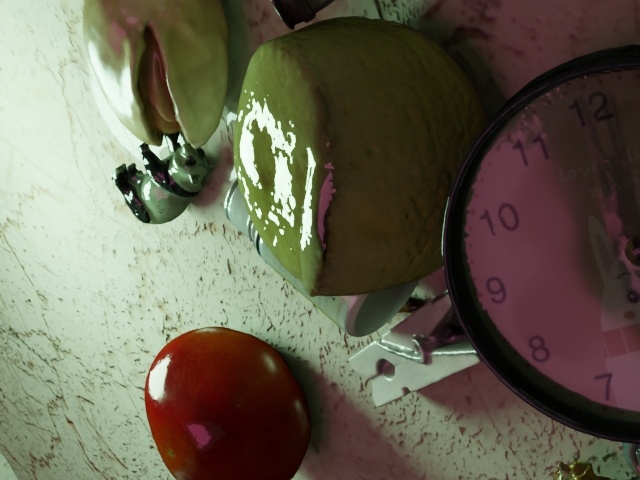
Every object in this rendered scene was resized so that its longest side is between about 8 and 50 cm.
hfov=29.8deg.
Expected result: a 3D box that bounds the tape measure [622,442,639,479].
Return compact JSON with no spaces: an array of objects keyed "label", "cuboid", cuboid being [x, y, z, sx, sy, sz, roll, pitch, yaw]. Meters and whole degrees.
[{"label":"tape measure","cuboid":[0.363,0.276,1.337,0.107,0.180,0.104,0,132,51]}]

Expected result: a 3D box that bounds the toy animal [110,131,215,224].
[{"label":"toy animal","cuboid":[-0.243,-0.100,1.875,0.121,0.094,0.225,49,137,-3]}]

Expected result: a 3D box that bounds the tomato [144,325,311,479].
[{"label":"tomato","cuboid":[-0.159,0.283,1.945,0.299,0.226,0.298,29,133,37]}]

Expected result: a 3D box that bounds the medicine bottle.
[{"label":"medicine bottle","cuboid":[0.000,0.000,1.600,0.258,0.143,0.143,41,142,24]}]

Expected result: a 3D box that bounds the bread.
[{"label":"bread","cuboid":[0.045,-0.094,1.387,0.320,0.237,0.320,20,114,54]}]

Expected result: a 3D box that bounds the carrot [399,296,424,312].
[{"label":"carrot","cuboid":[0.080,0.088,1.663,0.165,0.036,0.035,4,119,48]}]

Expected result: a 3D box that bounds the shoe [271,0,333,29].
[{"label":"shoe","cuboid":[-0.017,-0.386,1.372,0.109,0.149,0.293,47,-156,-64]}]

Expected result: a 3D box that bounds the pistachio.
[{"label":"pistachio","cuboid":[-0.221,-0.260,1.653,0.194,0.214,0.318,1,136,3]}]

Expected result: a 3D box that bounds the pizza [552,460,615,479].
[{"label":"pizza","cuboid":[0.363,0.356,1.466,0.228,0.081,0.289,54,145,-4]}]

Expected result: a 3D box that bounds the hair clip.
[{"label":"hair clip","cuboid":[0.144,0.139,1.577,0.101,0.085,0.331,57,152,6]}]

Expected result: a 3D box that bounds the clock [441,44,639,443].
[{"label":"clock","cuboid":[0.301,0.010,1.134,0.386,0.076,0.386,6,105,21]}]
